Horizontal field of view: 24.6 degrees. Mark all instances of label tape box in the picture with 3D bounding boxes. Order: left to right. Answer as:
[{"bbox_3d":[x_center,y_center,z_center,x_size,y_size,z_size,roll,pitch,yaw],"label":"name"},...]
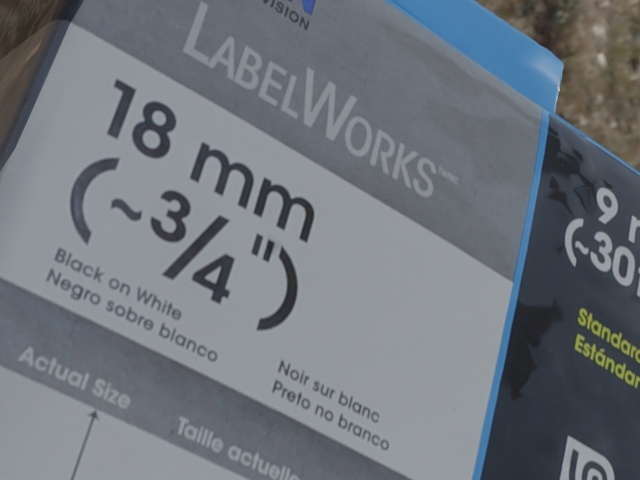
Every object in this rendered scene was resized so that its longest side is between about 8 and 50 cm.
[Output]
[{"bbox_3d":[0.000,0.000,0.459,0.241,0.106,0.333,30,59,-25],"label":"label tape box"}]
